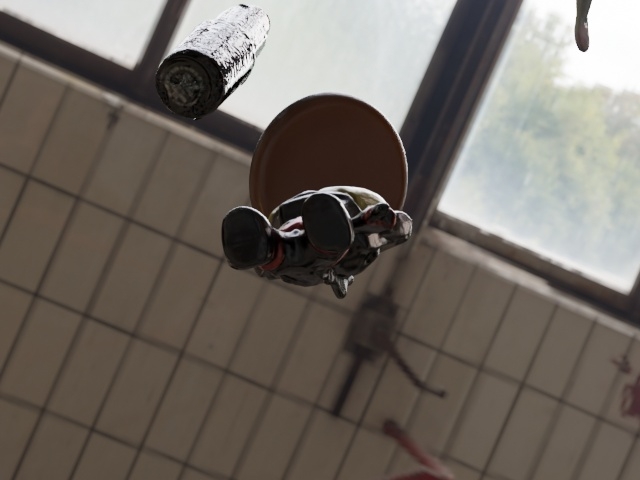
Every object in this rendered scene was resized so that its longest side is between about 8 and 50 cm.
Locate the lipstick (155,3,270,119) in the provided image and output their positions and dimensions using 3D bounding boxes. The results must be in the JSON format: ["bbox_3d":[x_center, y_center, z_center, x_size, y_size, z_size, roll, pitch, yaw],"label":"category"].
[{"bbox_3d":[-0.108,-0.206,1.420,0.081,0.081,0.300,24,23,0],"label":"lipstick"}]

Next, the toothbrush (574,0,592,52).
[{"bbox_3d":[0.256,-0.271,1.196,0.027,0.021,0.269,39,-25,26],"label":"toothbrush"}]

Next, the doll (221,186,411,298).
[{"bbox_3d":[0.001,-0.003,0.978,0.127,0.088,0.248,13,0,16],"label":"doll"}]

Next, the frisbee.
[{"bbox_3d":[0.017,-0.084,1.824,0.250,0.251,0.021,24,-3,-28],"label":"frisbee"}]
